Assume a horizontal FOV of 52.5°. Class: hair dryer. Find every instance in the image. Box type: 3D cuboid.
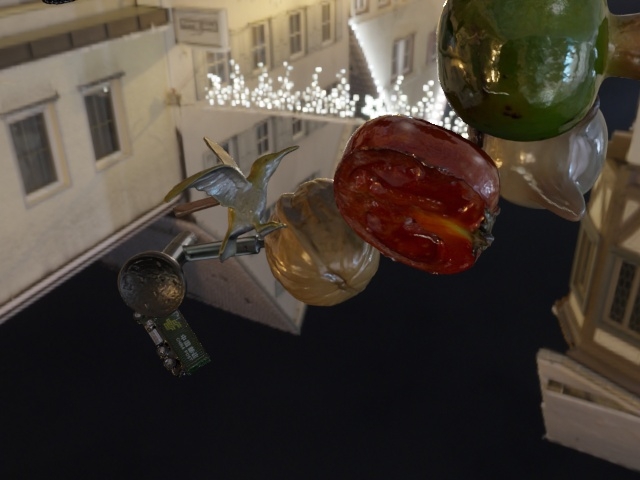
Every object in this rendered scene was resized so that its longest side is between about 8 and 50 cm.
[{"bbox_3d":[-0.290,0.026,1.558,0.283,0.156,0.320,-20,-163,20],"label":"hair dryer"}]

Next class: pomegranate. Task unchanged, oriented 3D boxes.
[{"bbox_3d":[0.289,-0.230,0.778,0.301,0.236,0.236,8,-151,24],"label":"pomegranate"}]

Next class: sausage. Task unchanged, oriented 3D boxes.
[{"bbox_3d":[-0.266,-0.077,1.426,0.116,0.026,0.026,-17,-149,-12],"label":"sausage"}]

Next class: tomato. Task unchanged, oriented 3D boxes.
[{"bbox_3d":[0.088,-0.051,0.539,0.138,0.159,0.091,19,-116,19],"label":"tomato"}]

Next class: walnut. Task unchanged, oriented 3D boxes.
[{"bbox_3d":[0.000,0.000,1.226,0.224,0.225,0.261,-12,-138,-19],"label":"walnut"}]

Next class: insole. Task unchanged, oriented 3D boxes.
[{"bbox_3d":[-0.216,-0.181,1.476,0.081,0.011,0.248,34,-171,-36],"label":"insole"}]

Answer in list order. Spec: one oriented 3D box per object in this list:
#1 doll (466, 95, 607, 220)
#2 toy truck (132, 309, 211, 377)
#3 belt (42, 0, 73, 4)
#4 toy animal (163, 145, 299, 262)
[{"bbox_3d":[0.352,-0.176,1.095,0.225,0.215,0.370,10,-161,14],"label":"doll"},{"bbox_3d":[-0.444,0.276,1.907,0.121,0.088,0.259,-33,-103,-16],"label":"toy truck"},{"bbox_3d":[-0.315,-0.494,1.095,0.359,0.094,0.126,-22,-170,-11],"label":"belt"},{"bbox_3d":[-0.076,-0.048,0.808,0.155,0.095,0.219,-29,169,6],"label":"toy animal"}]
